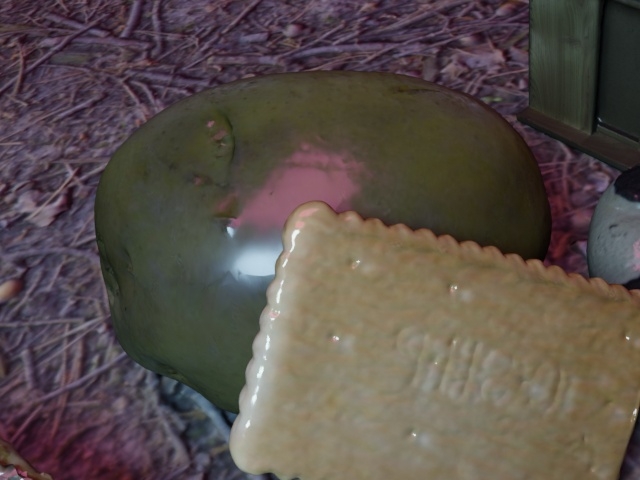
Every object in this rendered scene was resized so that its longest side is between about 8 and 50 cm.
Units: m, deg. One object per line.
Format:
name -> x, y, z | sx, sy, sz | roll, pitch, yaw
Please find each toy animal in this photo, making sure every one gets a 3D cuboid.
toy animal -> 0.253, 0.030, 0.639 | 0.121, 0.094, 0.225 | -5, 51, 23

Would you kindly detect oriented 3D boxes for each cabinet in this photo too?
cabinet -> 0.300, -0.207, 0.824 | 0.215, 0.175, 0.148 | -35, 47, -23

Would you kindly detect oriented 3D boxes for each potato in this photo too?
potato -> 0.000, 0.000, 0.633 | 0.326, 0.221, 0.243 | -2, 46, 2

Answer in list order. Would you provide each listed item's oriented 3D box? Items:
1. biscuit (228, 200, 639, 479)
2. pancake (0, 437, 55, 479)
biscuit -> 0.080, 0.080, 0.524 | 0.249, 0.160, 0.030 | 14, 1, -16
pancake -> -0.265, 0.258, 0.434 | 0.386, 0.082, 0.387 | 4, 62, -7
